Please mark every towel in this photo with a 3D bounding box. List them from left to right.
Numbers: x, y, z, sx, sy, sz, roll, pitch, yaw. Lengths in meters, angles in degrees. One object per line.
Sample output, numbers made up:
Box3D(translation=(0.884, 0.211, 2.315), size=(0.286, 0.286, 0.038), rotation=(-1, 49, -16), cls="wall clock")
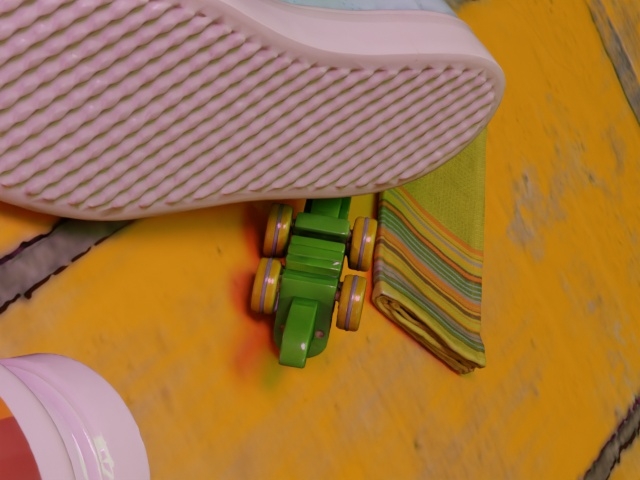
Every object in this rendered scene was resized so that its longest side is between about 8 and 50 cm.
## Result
Box3D(translation=(0.073, -0.041, 1.016), size=(0.102, 0.021, 0.237), rotation=(39, 44, -40), cls="towel")

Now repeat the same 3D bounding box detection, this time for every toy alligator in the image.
Box3D(translation=(0.000, 0.000, 0.867), size=(0.051, 0.056, 0.189), rotation=(98, 2, -50), cls="toy alligator")

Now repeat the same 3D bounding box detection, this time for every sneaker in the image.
Box3D(translation=(-0.075, -0.103, 0.771), size=(0.366, 0.135, 0.150), rotation=(5, 40, -49), cls="sneaker")

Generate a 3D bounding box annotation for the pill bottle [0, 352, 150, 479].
Box3D(translation=(-0.156, 0.096, 0.523), size=(0.216, 0.121, 0.121), rotation=(-11, 83, -57), cls="pill bottle")
